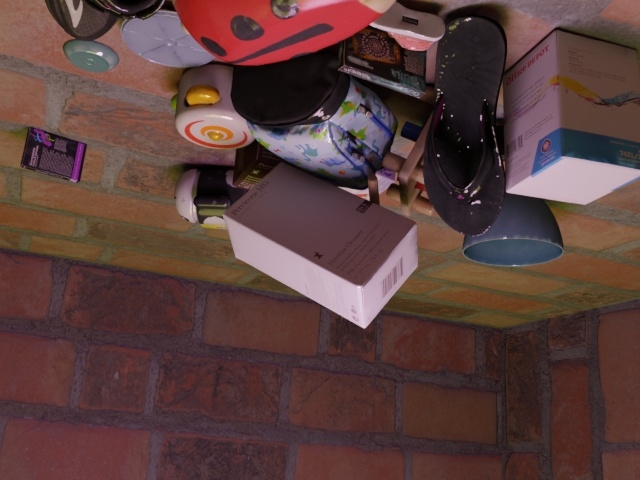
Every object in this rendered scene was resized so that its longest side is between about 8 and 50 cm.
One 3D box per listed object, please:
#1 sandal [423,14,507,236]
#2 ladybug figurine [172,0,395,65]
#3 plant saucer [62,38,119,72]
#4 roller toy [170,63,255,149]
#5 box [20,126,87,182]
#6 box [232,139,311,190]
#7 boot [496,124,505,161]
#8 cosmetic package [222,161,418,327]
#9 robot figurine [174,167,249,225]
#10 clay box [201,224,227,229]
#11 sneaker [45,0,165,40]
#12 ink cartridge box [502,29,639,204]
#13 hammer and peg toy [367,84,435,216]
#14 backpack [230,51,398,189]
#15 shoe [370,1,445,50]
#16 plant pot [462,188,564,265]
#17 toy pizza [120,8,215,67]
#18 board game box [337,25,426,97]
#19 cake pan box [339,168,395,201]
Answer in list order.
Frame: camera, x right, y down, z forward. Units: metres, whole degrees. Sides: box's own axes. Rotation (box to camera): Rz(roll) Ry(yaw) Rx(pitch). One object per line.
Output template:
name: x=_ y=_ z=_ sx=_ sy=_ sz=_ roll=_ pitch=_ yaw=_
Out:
sandal: x=0.273 y=-0.206 z=1.383 sx=0.168 sy=0.445 sz=0.107 roll=7 pitch=-153 yaw=25
ladybug figurine: x=-0.046 y=-0.397 z=1.125 sx=0.450 sy=0.161 sz=0.305 roll=-13 pitch=172 yaw=35
plant saucer: x=-0.506 y=-0.400 z=1.552 sx=0.120 sy=0.021 sz=0.119 roll=4 pitch=162 yaw=1
roller toy: x=-0.232 y=-0.297 z=1.612 sx=0.191 sy=0.146 sz=0.209 roll=12 pitch=161 yaw=-25
box: x=-0.745 y=-0.237 z=1.975 sx=0.162 sy=0.115 sz=0.029 roll=17 pitch=160 yaw=-35
box: x=-0.109 y=-0.225 z=1.776 sx=0.169 sy=0.166 sz=0.203 roll=12 pitch=161 yaw=-21
boot: x=0.487 y=-0.196 z=1.757 sx=0.247 sy=0.094 sz=0.207 roll=-11 pitch=148 yaw=-2
cosmetic package: x=0.000 y=0.000 z=1.560 sx=0.385 sy=0.217 sz=0.156 roll=26 pitch=147 yaw=27
robot figurine: x=-0.300 y=-0.127 z=2.126 sx=0.279 sy=0.173 sz=0.209 roll=4 pitch=150 yaw=0
clay box: x=-0.270 y=-0.097 z=2.295 sx=0.222 sy=0.127 sz=0.053 roll=5 pitch=163 yaw=-1
sneaker: x=-0.336 y=-0.434 z=1.101 sx=0.185 sy=0.202 sz=0.483 roll=15 pitch=160 yaw=-29
ink cartridge box: x=0.502 y=-0.239 z=1.418 sx=0.197 sy=0.269 sz=0.198 roll=7 pitch=163 yaw=-16
hammer and peg toy: x=0.225 y=-0.159 z=1.615 sx=0.128 sy=0.361 sz=0.266 roll=26 pitch=167 yaw=15
backpack: x=0.015 y=-0.257 z=1.556 sx=0.290 sy=0.273 sz=0.356 roll=6 pitch=-178 yaw=34
shoe: x=0.138 y=-0.403 z=1.320 sx=0.178 sy=0.063 sz=0.081 roll=15 pitch=172 yaw=-9
plant pot: x=0.575 y=-0.054 z=2.123 sx=0.291 sy=0.195 sz=0.290 roll=4 pitch=163 yaw=1
toy pizza: x=-0.303 y=-0.416 z=1.438 sx=0.202 sy=0.032 sz=0.201 roll=3 pitch=163 yaw=1
board game box: x=0.122 y=-0.359 z=1.363 sx=0.186 sy=0.126 sz=0.026 roll=13 pitch=161 yaw=-25
cake pan box: x=0.036 y=-0.167 z=1.990 sx=0.246 sy=0.070 sz=0.267 roll=22 pitch=144 yaw=-27
